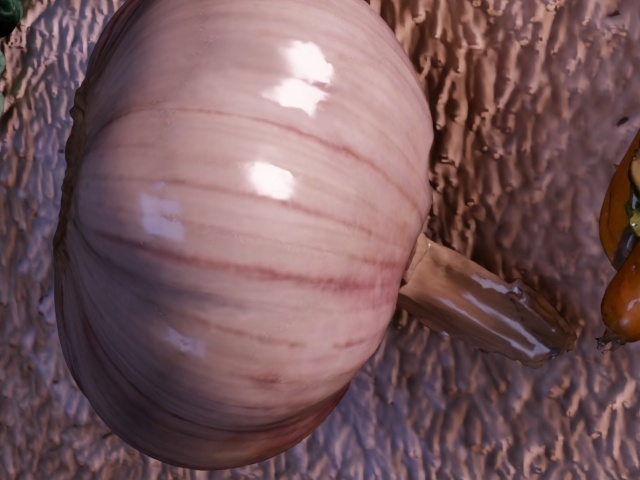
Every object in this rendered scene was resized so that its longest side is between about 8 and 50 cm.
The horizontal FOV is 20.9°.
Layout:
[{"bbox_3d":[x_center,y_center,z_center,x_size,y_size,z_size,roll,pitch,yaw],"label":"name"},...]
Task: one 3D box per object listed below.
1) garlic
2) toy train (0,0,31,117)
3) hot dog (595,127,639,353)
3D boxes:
[{"bbox_3d":[0.000,0.000,0.797,0.253,0.245,0.245,16,121,-9],"label":"garlic"},{"bbox_3d":[-0.281,-0.156,0.915,0.177,0.116,0.285,9,149,30],"label":"toy train"},{"bbox_3d":[0.188,-0.055,0.688,0.109,0.072,0.269,44,125,21],"label":"hot dog"}]
